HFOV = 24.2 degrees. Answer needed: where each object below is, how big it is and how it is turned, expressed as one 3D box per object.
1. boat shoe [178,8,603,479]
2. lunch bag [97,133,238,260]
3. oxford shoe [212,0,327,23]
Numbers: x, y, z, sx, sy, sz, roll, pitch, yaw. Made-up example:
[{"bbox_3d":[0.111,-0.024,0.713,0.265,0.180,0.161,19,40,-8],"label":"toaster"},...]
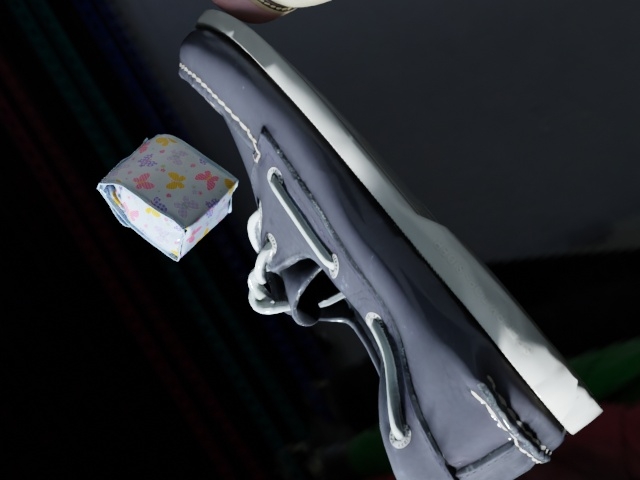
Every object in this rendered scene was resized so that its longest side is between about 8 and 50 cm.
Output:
[{"bbox_3d":[0.000,0.000,0.469,0.065,0.075,0.206,-43,-126,3],"label":"boat shoe"},{"bbox_3d":[-0.116,-0.037,1.135,0.071,0.083,0.053,-47,166,-36],"label":"lunch bag"},{"bbox_3d":[-0.090,-0.312,1.051,0.147,0.397,0.140,-6,-122,38],"label":"oxford shoe"}]
